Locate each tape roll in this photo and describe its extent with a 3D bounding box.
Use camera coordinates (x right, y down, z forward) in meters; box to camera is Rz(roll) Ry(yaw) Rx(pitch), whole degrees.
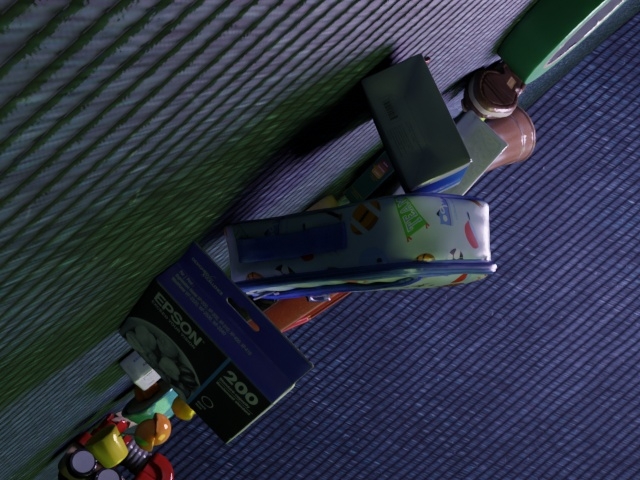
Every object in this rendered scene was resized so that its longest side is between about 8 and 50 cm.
[{"bbox_3d":[0.450,-0.406,1.522,0.321,0.077,0.321,-41,175,-4],"label":"tape roll"}]

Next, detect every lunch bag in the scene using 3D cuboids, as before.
[{"bbox_3d":[0.036,0.012,1.063,0.303,0.114,0.243,-10,175,42],"label":"lunch bag"}]

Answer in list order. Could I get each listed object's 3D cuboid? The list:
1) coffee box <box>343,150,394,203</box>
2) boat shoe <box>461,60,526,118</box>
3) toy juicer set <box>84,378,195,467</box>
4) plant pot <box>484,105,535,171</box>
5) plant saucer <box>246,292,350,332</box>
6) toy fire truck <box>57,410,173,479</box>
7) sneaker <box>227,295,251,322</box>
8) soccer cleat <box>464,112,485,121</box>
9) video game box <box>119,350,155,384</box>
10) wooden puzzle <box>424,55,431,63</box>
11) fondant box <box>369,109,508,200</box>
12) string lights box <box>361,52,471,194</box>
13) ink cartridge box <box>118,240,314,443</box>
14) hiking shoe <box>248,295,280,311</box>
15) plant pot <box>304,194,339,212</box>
[{"bbox_3d":[0.128,-0.140,1.582,0.184,0.040,0.113,-45,175,34],"label":"coffee box"},{"bbox_3d":[0.304,-0.257,1.624,0.095,0.095,0.257,-37,178,32],"label":"boat shoe"},{"bbox_3d":[-0.305,0.302,1.745,0.209,0.089,0.329,-23,-166,33],"label":"toy juicer set"},{"bbox_3d":[0.434,-0.253,2.267,0.165,0.167,0.167,-27,167,-37],"label":"plant pot"},{"bbox_3d":[0.015,0.086,1.571,0.259,0.047,0.258,-35,173,13],"label":"plant saucer"},{"bbox_3d":[-0.398,0.449,1.855,0.246,0.217,0.158,-55,-176,-38],"label":"toy fire truck"},{"bbox_3d":[-0.205,0.198,1.679,0.163,0.106,0.281,-31,168,-25],"label":"sneaker"},{"bbox_3d":[0.347,-0.268,2.006,0.072,0.060,0.179,-41,172,-13],"label":"soccer cleat"},{"bbox_3d":[-0.239,0.168,1.471,0.187,0.048,0.205,-38,174,-14],"label":"video game box"},{"bbox_3d":[0.111,-0.208,1.119,0.083,0.006,0.049,-36,173,-41],"label":"wooden puzzle"},{"bbox_3d":[0.198,-0.112,1.649,0.238,0.096,0.330,-48,-177,0],"label":"fondant box"},{"bbox_3d":[0.115,-0.124,1.075,0.077,0.133,0.260,-24,176,5],"label":"string lights box"},{"bbox_3d":[-0.134,0.131,1.078,0.045,0.206,0.208,-41,175,-44],"label":"ink cartridge box"},{"bbox_3d":[-0.089,0.120,1.775,0.227,0.114,0.086,-45,174,38],"label":"hiking shoe"},{"bbox_3d":[0.000,0.000,1.532,0.134,0.095,0.134,-40,174,-5],"label":"plant pot"}]
